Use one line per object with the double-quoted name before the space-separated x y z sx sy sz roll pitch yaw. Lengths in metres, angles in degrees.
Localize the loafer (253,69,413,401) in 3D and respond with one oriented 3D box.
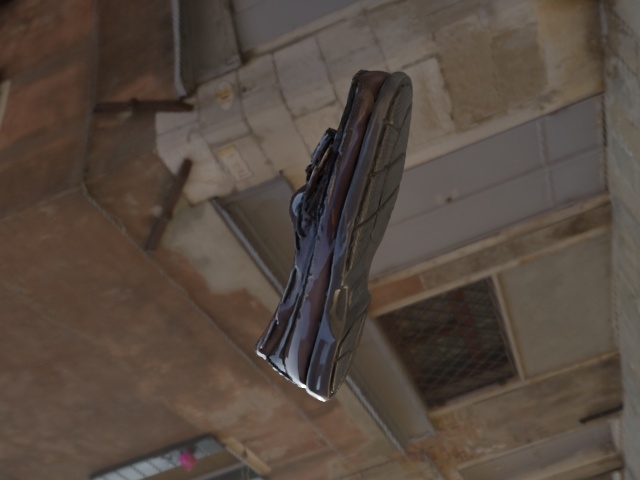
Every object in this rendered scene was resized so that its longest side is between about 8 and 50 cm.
"loafer" 0.000 0.000 0.576 0.109 0.095 0.302 -40 -34 -58
